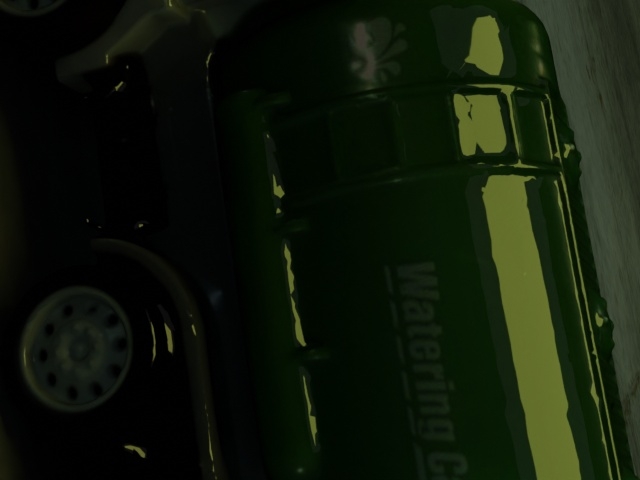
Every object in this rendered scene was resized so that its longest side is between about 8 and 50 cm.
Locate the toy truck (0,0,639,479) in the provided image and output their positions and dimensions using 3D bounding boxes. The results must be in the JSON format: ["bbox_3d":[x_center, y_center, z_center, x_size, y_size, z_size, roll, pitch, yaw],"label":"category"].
[{"bbox_3d":[0.000,0.000,0.400,0.101,0.125,0.242,25,53,-68],"label":"toy truck"}]
